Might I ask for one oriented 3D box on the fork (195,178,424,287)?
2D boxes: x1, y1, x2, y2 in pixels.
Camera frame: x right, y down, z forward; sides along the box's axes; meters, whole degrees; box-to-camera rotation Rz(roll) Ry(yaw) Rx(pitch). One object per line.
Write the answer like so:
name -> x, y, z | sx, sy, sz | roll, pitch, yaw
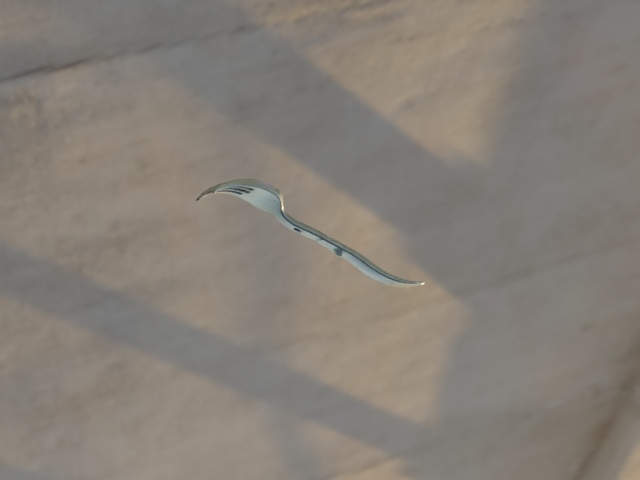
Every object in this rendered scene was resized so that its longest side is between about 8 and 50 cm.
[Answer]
fork -> 0.001, -0.006, 1.256 | 0.219, 0.028, 0.034 | 25, 148, -31
